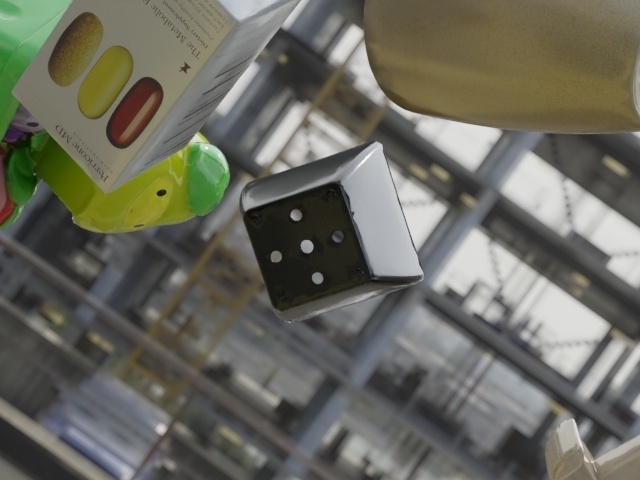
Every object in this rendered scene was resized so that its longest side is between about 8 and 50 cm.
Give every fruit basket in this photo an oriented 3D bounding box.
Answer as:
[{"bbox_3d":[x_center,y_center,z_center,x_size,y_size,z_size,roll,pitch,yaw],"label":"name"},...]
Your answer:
[{"bbox_3d":[-0.293,-0.103,2.085,0.392,0.392,0.283,36,36,1],"label":"fruit basket"}]

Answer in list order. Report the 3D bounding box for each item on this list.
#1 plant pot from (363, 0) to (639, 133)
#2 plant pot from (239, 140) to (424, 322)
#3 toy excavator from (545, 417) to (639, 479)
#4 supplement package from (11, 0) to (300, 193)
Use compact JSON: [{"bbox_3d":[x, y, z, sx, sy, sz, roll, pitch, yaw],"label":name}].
[{"bbox_3d":[0.225,-0.202,1.812,0.274,0.256,0.256,26,-7,41],"label":"plant pot"},{"bbox_3d":[0.000,0.000,2.316,0.167,0.187,0.188,-32,104,-76],"label":"plant pot"},{"bbox_3d":[0.501,0.150,2.409,0.432,0.445,0.222,-4,25,1],"label":"toy excavator"},{"bbox_3d":[-0.143,-0.181,1.714,0.139,0.244,0.134,46,38,6],"label":"supplement package"}]
